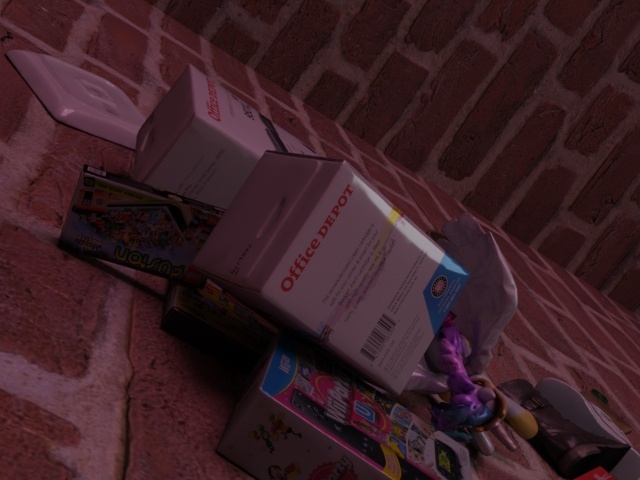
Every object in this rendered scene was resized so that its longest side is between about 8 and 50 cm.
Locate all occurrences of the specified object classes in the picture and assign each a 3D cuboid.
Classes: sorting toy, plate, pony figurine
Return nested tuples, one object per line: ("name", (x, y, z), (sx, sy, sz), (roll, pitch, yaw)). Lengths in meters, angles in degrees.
("sorting toy", (0.614, 0.396, 2.170), (0.132, 0.046, 0.274), (42, 15, 26))
("plate", (-0.449, -0.277, 1.924), (0.277, 0.045, 0.278), (20, 21, -48))
("pony figurine", (0.209, 0.182, 1.523), (0.351, 0.303, 0.363), (58, 5, 19))

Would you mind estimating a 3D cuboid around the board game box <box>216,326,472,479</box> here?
("board game box", (0.040, 0.257, 1.192), (0.303, 0.097, 0.224), (33, 14, -4))

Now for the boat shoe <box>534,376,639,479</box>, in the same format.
("boat shoe", (0.541, 0.375, 1.976), (0.267, 0.096, 0.088), (38, 10, 7))

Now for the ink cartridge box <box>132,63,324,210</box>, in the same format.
("ink cartridge box", (-0.103, -0.091, 1.642), (0.395, 0.166, 0.285), (33, 16, -22))

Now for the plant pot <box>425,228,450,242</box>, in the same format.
("plant pot", (0.319, 0.090, 2.349), (0.237, 0.110, 0.237), (35, 16, -11))

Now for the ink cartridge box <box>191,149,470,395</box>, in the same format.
("ink cartridge box", (0.014, 0.038, 1.302), (0.270, 0.198, 0.197), (40, -13, -32))

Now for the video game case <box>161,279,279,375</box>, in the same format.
("video game case", (-0.099, 0.128, 1.420), (0.275, 0.035, 0.248), (32, 14, -15))

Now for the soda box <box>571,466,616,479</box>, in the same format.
("soda box", (0.418, 0.428, 1.533), (0.092, 0.083, 0.263), (42, 16, 25))

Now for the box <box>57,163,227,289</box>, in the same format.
("box", (-0.238, -0.016, 1.325), (0.207, 0.114, 0.036), (17, 18, -16))

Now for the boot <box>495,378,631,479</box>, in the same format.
("boot", (0.459, 0.348, 1.874), (0.263, 0.091, 0.229), (16, 24, -48))
